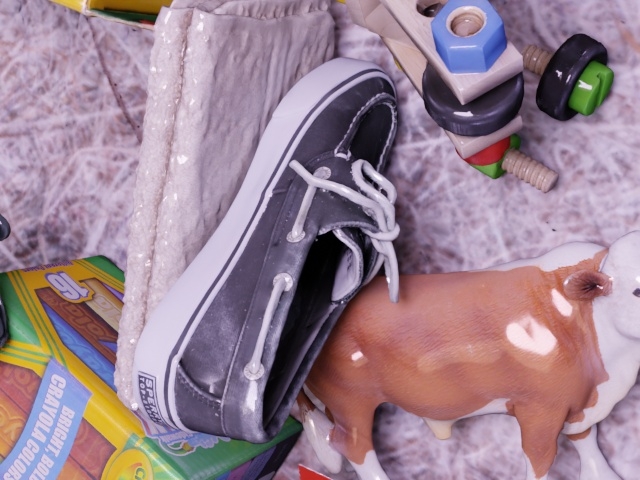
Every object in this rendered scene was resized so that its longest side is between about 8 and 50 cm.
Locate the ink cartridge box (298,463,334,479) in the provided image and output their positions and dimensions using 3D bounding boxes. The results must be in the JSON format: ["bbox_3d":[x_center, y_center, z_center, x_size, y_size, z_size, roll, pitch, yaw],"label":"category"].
[{"bbox_3d":[0.056,0.239,0.855,0.179,0.045,0.145,22,148,19],"label":"ink cartridge box"}]

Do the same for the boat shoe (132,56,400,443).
[{"bbox_3d":[-0.001,-0.003,0.788,0.105,0.306,0.113,10,136,28],"label":"boat shoe"}]

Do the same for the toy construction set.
[{"bbox_3d":[0.064,-0.203,0.729,0.237,0.309,0.257,34,100,23],"label":"toy construction set"}]

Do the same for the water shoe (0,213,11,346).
[{"bbox_3d":[-0.253,0.071,0.814,0.080,0.073,0.203,10,101,21],"label":"water shoe"}]

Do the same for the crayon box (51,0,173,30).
[{"bbox_3d":[-0.185,-0.223,0.882,0.319,0.202,0.081,23,104,20],"label":"crayon box"}]

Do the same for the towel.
[{"bbox_3d":[-0.066,-0.035,0.837,0.049,0.187,0.282,19,109,23],"label":"towel"}]

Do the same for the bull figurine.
[{"bbox_3d":[0.114,0.089,0.828,0.310,0.101,0.188,-2,101,30],"label":"bull figurine"}]

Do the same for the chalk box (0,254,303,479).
[{"bbox_3d":[-0.150,0.171,0.915,0.289,0.179,0.180,39,109,17],"label":"chalk box"}]
